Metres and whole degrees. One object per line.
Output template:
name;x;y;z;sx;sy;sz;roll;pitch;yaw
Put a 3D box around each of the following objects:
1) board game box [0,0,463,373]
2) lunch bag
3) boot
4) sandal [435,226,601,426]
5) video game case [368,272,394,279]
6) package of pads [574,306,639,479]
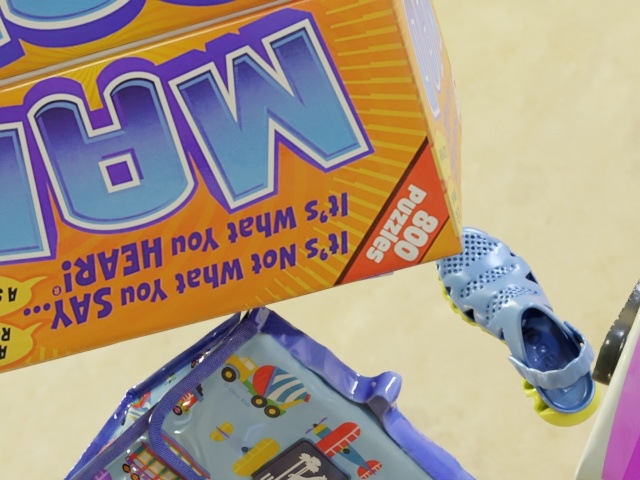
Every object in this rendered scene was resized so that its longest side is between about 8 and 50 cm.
board game box;-0.115;-0.162;1.026;0.356;0.356;0.356;-15;15;10
lunch bag;-0.025;0.167;1.086;0.293;0.221;0.138;-41;11;43
boot;0.415;0.126;1.563;0.207;0.246;0.094;22;114;16
sandal;0.275;0.103;1.995;0.126;0.138;0.317;-39;76;-9
video game case;0.000;0.000;1.221;0.011;0.122;0.087;-119;21;-61
package of pads;0.385;0.121;1.306;0.229;0.101;0.297;21;87;12
